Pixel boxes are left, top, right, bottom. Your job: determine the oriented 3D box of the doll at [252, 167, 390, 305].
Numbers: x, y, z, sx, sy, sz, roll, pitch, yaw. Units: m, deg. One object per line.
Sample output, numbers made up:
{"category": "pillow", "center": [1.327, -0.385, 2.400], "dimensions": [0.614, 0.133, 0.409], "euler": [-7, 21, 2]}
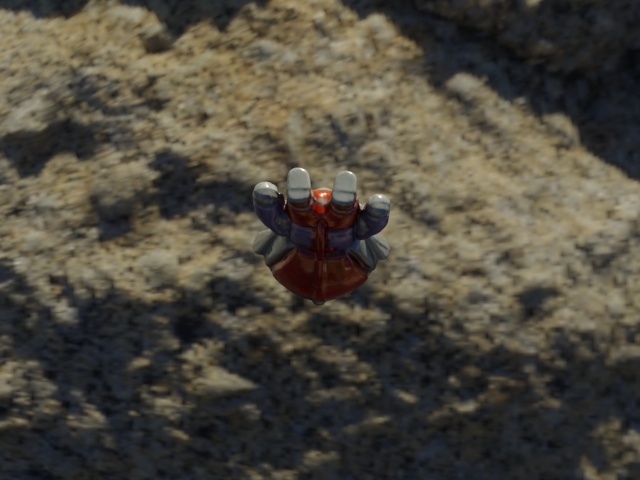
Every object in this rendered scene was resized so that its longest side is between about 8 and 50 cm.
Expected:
{"category": "doll", "center": [0.000, 0.000, 1.172], "dimensions": [0.102, 0.227, 0.075], "euler": [5, 73, 3]}
